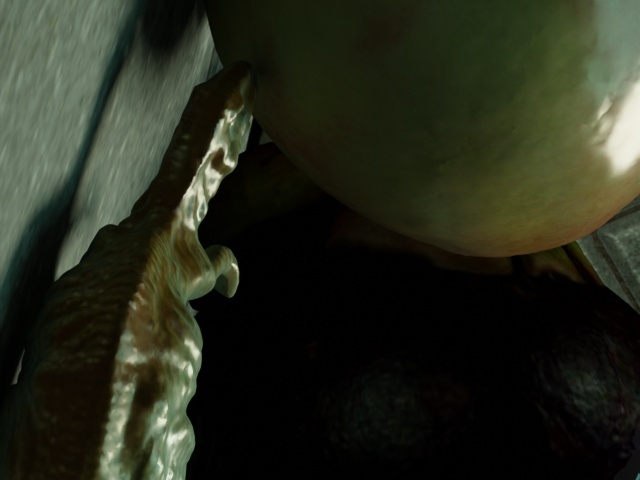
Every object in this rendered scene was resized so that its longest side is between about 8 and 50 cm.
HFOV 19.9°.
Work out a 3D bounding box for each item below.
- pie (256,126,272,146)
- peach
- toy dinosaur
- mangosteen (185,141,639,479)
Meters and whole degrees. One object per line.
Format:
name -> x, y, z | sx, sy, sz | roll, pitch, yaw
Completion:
pie -> -0.014, -0.110, 1.418 | 0.195, 0.046, 0.195 | -161, -90, -90
peach -> 0.073, -0.131, 0.864 | 0.292, 0.247, 0.292 | -19, 90, -77
toy dinosaur -> -0.095, 0.117, 0.733 | 0.205, 0.092, 0.393 | 103, 6, -54
mangosteen -> 0.035, 0.118, 1.123 | 0.382, 0.382, 0.435 | 96, -28, -75
